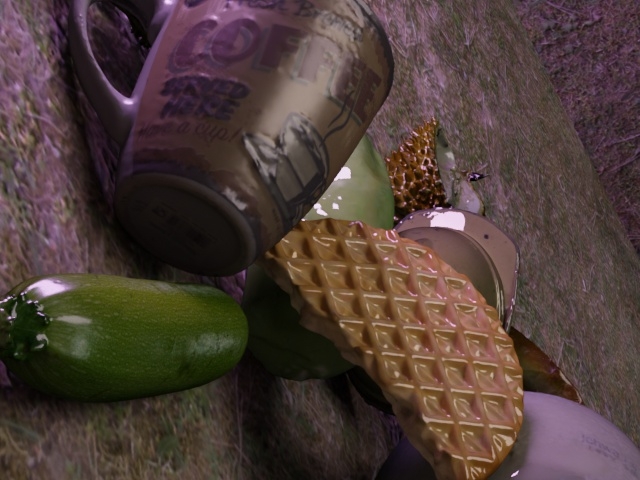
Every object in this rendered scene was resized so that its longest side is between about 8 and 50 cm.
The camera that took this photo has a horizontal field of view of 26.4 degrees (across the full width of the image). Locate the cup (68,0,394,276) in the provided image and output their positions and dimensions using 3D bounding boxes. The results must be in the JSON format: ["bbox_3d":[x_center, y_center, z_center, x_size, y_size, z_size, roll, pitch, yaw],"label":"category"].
[{"bbox_3d":[-0.109,-0.126,1.248,0.301,0.227,0.257,31,52,-6],"label":"cup"}]

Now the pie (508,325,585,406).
[{"bbox_3d":[0.211,0.199,1.665,0.354,0.103,0.288,32,-35,53],"label":"pie"}]

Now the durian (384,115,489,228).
[{"bbox_3d":[0.141,-0.059,1.868,0.194,0.137,0.237,67,24,2],"label":"durian"}]

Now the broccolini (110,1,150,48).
[{"bbox_3d":[-0.239,-0.314,1.289,0.079,0.074,0.392,-54,132,-14],"label":"broccolini"}]

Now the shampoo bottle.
[{"bbox_3d":[0.203,0.319,1.382,0.317,0.322,0.323,-106,172,-81],"label":"shampoo bottle"}]

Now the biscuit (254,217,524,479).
[{"bbox_3d":[0.089,0.083,1.305,0.204,0.040,0.309,-24,66,-45],"label":"biscuit"}]

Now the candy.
[{"bbox_3d":[0.000,0.000,1.463,0.132,0.142,0.344,45,29,-26],"label":"candy"}]

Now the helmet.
[{"bbox_3d":[0.106,0.059,1.520,0.258,0.204,0.137,-69,155,-14],"label":"helmet"}]

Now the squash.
[{"bbox_3d":[-0.154,0.075,1.067,0.378,0.101,0.101,15,56,-70],"label":"squash"}]
